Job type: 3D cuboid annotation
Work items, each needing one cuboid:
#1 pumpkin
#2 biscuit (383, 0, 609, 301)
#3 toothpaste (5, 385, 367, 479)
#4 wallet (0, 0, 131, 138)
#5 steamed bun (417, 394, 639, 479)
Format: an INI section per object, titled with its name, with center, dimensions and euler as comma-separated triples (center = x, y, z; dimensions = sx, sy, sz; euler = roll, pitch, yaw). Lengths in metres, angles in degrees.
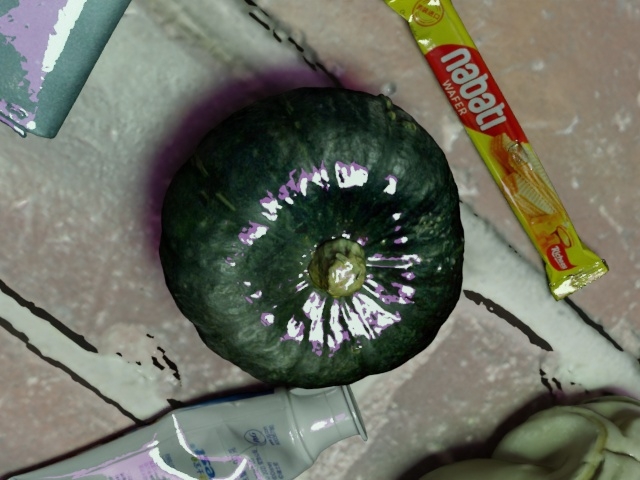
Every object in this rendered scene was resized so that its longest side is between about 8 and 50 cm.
[pumpkin]
center = -0.001, 0.001, 0.880
dimensions = 0.211, 0.152, 0.212
euler = -5, 125, -7
[biscuit]
center = 0.131, -0.075, 0.962
dimensions = 0.048, 0.026, 0.292
euler = -26, 117, 16
[toothpaste]
center = -0.098, 0.168, 0.977
dimensions = 0.266, 0.061, 0.096
euler = -21, 116, 0
[wallet]
center = -0.222, -0.230, 0.782
dimensions = 0.290, 0.054, 0.251
euler = 29, 98, -22
[steamed bun]
center = 0.205, 0.309, 1.021
dimensions = 0.309, 0.219, 0.324
euler = -33, 116, -2
